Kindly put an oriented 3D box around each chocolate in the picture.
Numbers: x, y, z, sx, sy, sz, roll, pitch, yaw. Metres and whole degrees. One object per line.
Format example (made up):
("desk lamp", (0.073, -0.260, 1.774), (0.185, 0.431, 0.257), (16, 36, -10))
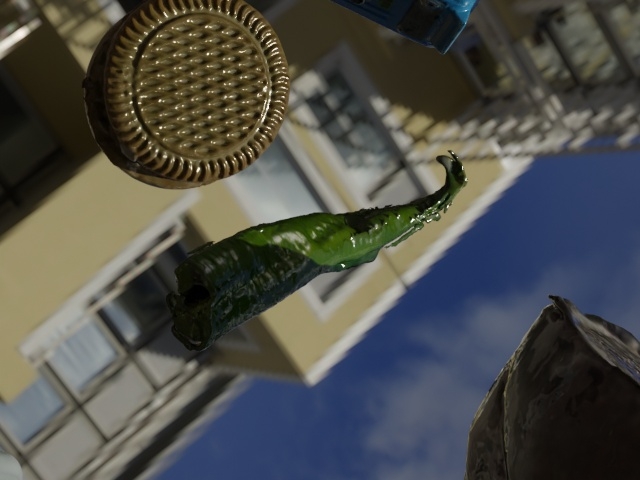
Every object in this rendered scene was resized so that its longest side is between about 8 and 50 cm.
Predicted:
("chocolate", (0.235, 0.212, 1.251), (0.213, 0.303, 0.303), (-50, -161, 9))

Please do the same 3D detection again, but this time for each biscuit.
("biscuit", (-0.165, -0.186, 1.972), (0.259, 0.259, 0.079), (-38, -162, -12))

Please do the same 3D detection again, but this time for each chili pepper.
("chili pepper", (0.000, 0.000, 1.397), (0.076, 0.085, 0.359), (11, -156, 38))

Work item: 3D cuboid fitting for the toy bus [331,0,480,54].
("toy bus", (0.061, -0.302, 1.665), (0.113, 0.246, 0.134), (-52, -165, 54))

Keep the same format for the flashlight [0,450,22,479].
("flashlight", (-0.335, 0.215, 1.464), (0.047, 0.200, 0.093), (20, -98, 25))
